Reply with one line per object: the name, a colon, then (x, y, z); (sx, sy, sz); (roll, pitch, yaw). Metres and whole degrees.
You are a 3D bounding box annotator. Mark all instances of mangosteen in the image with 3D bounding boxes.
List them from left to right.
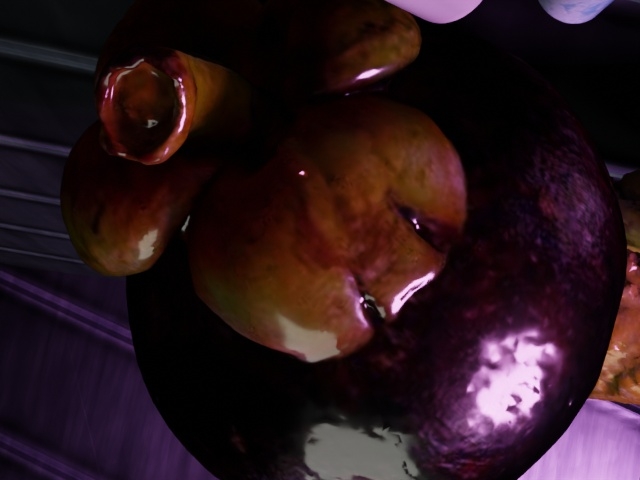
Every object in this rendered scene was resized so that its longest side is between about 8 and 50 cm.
mangosteen: (0.000, 0.000, 0.706); (0.435, 0.382, 0.382); (30, 160, -31)

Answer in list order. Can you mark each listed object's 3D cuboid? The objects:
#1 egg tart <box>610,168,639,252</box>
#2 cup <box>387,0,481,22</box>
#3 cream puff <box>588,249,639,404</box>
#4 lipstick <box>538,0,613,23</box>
egg tart: (0.385, -0.014, 0.772); (0.345, 0.132, 0.345); (18, -169, -4)
cup: (0.032, -0.173, 0.555); (0.104, 0.074, 0.116); (30, -170, 37)
cream puff: (0.421, 0.081, 1.142); (0.343, 0.231, 0.327); (5, 171, -1)
lipstick: (0.163, -0.164, 0.523); (0.048, 0.048, 0.158); (10, 169, -8)
